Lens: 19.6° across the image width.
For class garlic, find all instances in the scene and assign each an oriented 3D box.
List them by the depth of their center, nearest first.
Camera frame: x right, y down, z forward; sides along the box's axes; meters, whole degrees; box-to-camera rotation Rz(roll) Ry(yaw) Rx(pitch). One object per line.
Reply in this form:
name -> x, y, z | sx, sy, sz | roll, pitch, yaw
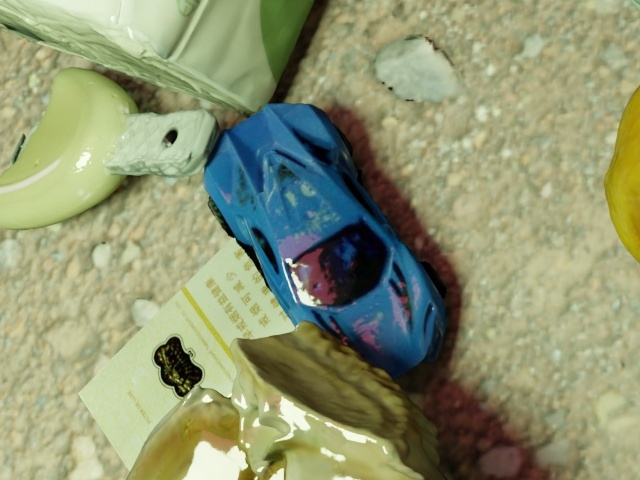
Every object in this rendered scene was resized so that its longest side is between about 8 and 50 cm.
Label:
garlic -> -0.008, 0.225, 1.054 | 0.279, 0.132, 0.325 | 24, 103, 32

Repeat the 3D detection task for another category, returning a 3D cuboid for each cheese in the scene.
cheese -> -0.148, -0.063, 1.275 | 0.235, 0.049, 0.127 | 3, 65, 52

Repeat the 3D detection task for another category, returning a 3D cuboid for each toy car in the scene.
toy car -> 0.000, 0.000, 1.168 | 0.103, 0.063, 0.216 | -31, 58, -3

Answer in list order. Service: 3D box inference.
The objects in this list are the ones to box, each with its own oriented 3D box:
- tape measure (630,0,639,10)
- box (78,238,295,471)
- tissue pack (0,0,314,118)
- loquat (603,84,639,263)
tape measure -> 0.210, -0.265, 1.134 | 0.164, 0.084, 0.330 | -34, 60, 12
box -> -0.080, 0.078, 1.228 | 0.167, 0.024, 0.090 | -45, 58, 10
tissue pack -> -0.102, -0.295, 1.268 | 0.266, 0.194, 0.356 | 21, 85, 34
loquat -> 0.227, -0.039, 1.036 | 0.137, 0.113, 0.137 | -10, 48, 11
